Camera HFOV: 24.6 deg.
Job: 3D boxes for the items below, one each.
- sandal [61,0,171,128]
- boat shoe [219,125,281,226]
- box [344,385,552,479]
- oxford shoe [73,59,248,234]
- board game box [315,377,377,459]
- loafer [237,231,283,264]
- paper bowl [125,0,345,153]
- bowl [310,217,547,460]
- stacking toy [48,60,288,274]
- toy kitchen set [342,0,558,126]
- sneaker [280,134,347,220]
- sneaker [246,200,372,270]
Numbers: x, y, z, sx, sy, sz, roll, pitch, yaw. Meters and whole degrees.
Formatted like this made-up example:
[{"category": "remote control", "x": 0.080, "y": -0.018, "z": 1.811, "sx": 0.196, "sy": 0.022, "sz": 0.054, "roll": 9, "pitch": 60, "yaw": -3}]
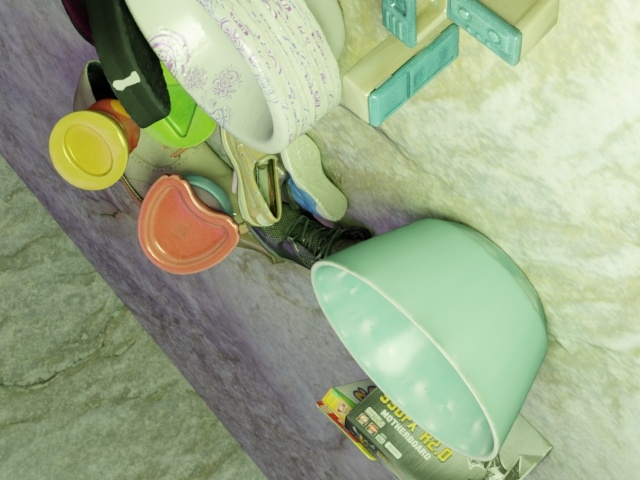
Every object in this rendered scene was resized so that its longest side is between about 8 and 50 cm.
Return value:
[{"category": "sandal", "x": -0.283, "y": -0.299, "z": 1.802, "sx": 0.446, "sy": 0.107, "sz": 0.167, "roll": -108, "pitch": -10, "yaw": -46}, {"category": "boat shoe", "x": -0.084, "y": -0.114, "z": 2.005, "sx": 0.072, "sy": 0.068, "sz": 0.190, "roll": -5, "pitch": 102, "yaw": 56}, {"category": "box", "x": 0.176, "y": 0.272, "z": 2.040, "sx": 0.231, "sy": 0.183, "sz": 0.056, "roll": 45, "pitch": 161, "yaw": 15}, {"category": "oxford shoe", "x": -0.253, "y": -0.143, "z": 2.310, "sx": 0.397, "sy": 0.140, "sz": 0.147, "roll": 32, "pitch": 139, "yaw": 23}, {"category": "board game box", "x": 0.103, "y": 0.256, "z": 2.179, "sx": 0.124, "sy": 0.039, "sz": 0.259, "roll": 43, "pitch": -155, "yaw": 22}, {"category": "loafer", "x": -0.117, "y": -0.005, "z": 2.403, "sx": 0.148, "sy": 0.050, "sz": 0.056, "roll": 41, "pitch": 162, "yaw": 25}, {"category": "paper bowl", "x": -0.084, "y": -0.247, "z": 1.629, "sx": 0.284, "sy": 0.148, "sz": 0.284, "roll": 43, "pitch": 162, "yaw": 18}, {"category": "bowl", "x": 0.151, "y": 0.096, "z": 1.755, "sx": 0.311, "sy": 0.163, "sz": 0.311, "roll": 44, "pitch": 162, "yaw": 18}, {"category": "stacking toy", "x": -0.206, "y": -0.128, "z": 2.173, "sx": 0.309, "sy": 0.279, "sz": 0.130, "roll": 48, "pitch": -157, "yaw": -9}, {"category": "toy kitchen set", "x": 0.115, "y": -0.170, "z": 1.339, "sx": 0.166, "sy": 0.122, "sz": 0.207, "roll": 42, "pitch": 162, "yaw": 23}, {"category": "sneaker", "x": -0.030, "y": -0.091, "z": 1.985, "sx": 0.084, "sy": 0.058, "sz": 0.152, "roll": 14, "pitch": 149, "yaw": 48}, {"category": "sneaker", "x": 0.000, "y": 0.000, "z": 2.044, "sx": 0.227, "sy": 0.087, "sz": 0.130, "roll": 37, "pitch": 157, "yaw": 7}]
